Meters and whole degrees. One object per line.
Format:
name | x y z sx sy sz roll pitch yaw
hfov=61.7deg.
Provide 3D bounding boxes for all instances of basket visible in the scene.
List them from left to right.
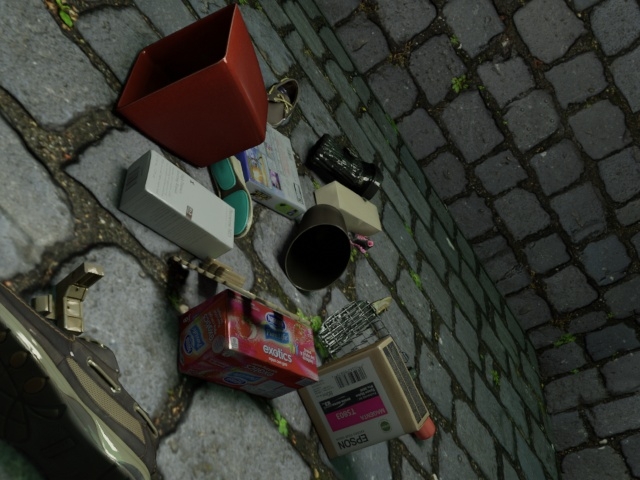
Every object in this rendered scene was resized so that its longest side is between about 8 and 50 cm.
basket | 0.000 0.000 1.451 0.154 0.204 0.227 29 22 -9

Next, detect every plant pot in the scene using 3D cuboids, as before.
plant pot | -0.257 -0.327 1.221 0.267 0.267 0.235 -92 157 -44

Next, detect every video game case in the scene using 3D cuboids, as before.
video game case | -0.157 -0.218 1.491 0.244 0.061 0.269 28 41 -51

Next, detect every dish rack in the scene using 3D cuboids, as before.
dish rack | 0.112 0.298 1.373 0.208 0.074 0.271 -30 84 -34

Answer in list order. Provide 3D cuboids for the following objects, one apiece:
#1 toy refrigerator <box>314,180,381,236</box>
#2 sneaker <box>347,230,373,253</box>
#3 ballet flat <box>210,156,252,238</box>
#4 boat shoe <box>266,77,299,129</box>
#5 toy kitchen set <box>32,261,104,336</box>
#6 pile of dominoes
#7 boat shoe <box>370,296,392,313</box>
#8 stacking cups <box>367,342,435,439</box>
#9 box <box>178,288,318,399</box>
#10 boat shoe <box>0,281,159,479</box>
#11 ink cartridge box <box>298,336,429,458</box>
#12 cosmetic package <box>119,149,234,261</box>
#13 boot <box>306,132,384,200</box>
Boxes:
toy refrigerator | 0.094 -0.096 1.806 0.269 0.094 0.102 23 50 -51
sneaker | 0.138 -0.004 1.832 0.119 0.057 0.047 36 37 -40
ballet flat | -0.201 -0.105 1.282 0.086 0.086 0.248 23 45 -53
boat shoe | -0.138 -0.433 1.703 0.116 0.097 0.324 51 27 -21
toy kitchen set | -0.366 0.083 0.780 0.068 0.075 0.083 26 38 -50
pile of dominoes | -0.152 0.079 1.024 0.196 0.251 0.040 34 78 -41
boat shoe | 0.195 0.214 1.733 0.135 0.050 0.045 -11 77 -53
stacking cups | 0.230 0.434 1.515 0.316 0.096 0.096 55 26 -13
box | -0.133 0.207 1.027 0.257 0.128 0.122 34 37 -44
boat shoe | -0.336 0.193 0.693 0.355 0.132 0.130 63 14 -18
ink cartridge box | 0.087 0.346 1.173 0.088 0.235 0.193 -11 73 -63
cosmetic package | -0.280 -0.064 1.081 0.231 0.085 0.117 36 35 -40
boot | 0.080 -0.270 1.915 0.260 0.131 0.348 29 6 -8
